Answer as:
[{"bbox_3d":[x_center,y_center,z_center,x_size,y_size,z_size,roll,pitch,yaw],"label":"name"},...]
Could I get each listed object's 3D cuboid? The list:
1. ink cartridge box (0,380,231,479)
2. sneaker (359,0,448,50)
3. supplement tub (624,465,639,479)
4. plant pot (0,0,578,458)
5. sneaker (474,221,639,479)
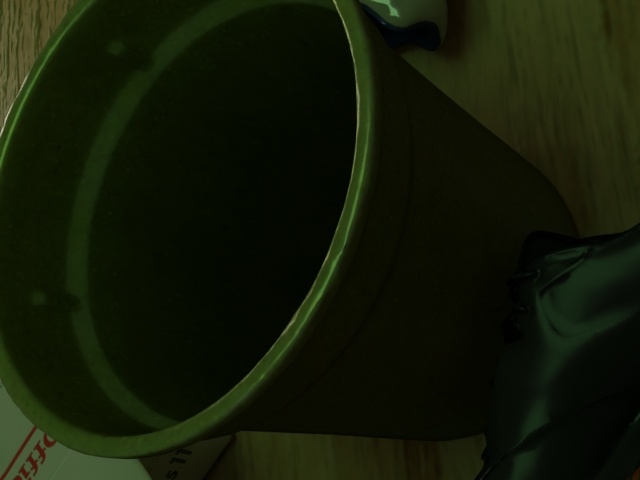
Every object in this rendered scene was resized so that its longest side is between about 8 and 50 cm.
[{"bbox_3d":[-0.200,0.140,1.125,0.207,0.119,0.353,-56,46,13],"label":"ink cartridge box"},{"bbox_3d":[-0.046,-0.126,1.086,0.296,0.112,0.131,-29,58,33],"label":"sneaker"},{"bbox_3d":[0.219,0.147,0.687,0.316,0.194,0.193,-48,49,20],"label":"supplement tub"},{"bbox_3d":[0.000,0.000,0.898,0.276,0.254,0.276,-15,66,38],"label":"plant pot"},{"bbox_3d":[0.131,0.067,0.829,0.130,0.109,0.286,40,98,3],"label":"sneaker"}]
